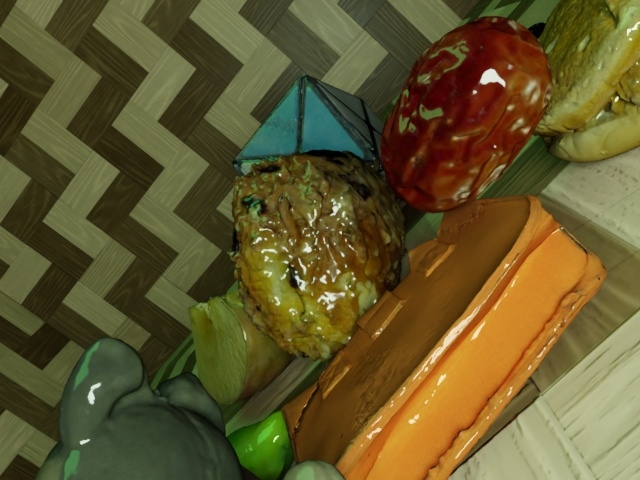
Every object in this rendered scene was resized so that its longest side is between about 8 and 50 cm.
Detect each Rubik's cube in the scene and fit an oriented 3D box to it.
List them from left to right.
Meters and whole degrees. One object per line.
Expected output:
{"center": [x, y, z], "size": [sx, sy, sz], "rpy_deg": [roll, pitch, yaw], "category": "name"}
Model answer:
{"center": [0.016, -0.180, 1.349], "size": [0.307, 0.305, 0.310], "rpy_deg": [-45, -19, 22], "category": "Rubik's cube"}

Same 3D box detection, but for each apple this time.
{"center": [-0.165, 0.207, 1.238], "size": [0.309, 0.252, 0.314], "rpy_deg": [-15, 37, 51], "category": "apple"}

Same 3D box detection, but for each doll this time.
{"center": [-0.106, 0.289, 0.519], "size": [0.252, 0.378, 0.383], "rpy_deg": [56, -150, -69], "category": "doll"}

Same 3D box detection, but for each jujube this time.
{"center": [0.175, -0.152, 0.686], "size": [0.174, 0.174, 0.250], "rpy_deg": [-67, 1, -55], "category": "jujube"}

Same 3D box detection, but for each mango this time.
{"center": [-0.113, 0.356, 0.887], "size": [0.233, 0.111, 0.125], "rpy_deg": [-47, 16, 14], "category": "mango"}

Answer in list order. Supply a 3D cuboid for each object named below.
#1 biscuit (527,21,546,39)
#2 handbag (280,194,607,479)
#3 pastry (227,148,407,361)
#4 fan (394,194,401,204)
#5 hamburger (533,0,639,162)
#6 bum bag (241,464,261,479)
{"center": [0.464, -0.433, 1.293], "size": [0.194, 0.053, 0.194], "rpy_deg": [-48, 12, 14], "category": "biscuit"}
{"center": [0.123, 0.135, 0.672], "size": [0.410, 0.116, 0.303], "rpy_deg": [-51, 8, -2], "category": "handbag"}
{"center": [-0.008, -0.004, 0.979], "size": [0.292, 0.337, 0.405], "rpy_deg": [-3, 41, 27], "category": "pastry"}
{"center": [0.110, -0.035, 1.343], "size": [0.227, 0.008, 0.152], "rpy_deg": [-50, -25, 23], "category": "fan"}
{"center": [0.386, -0.253, 0.698], "size": [0.304, 0.174, 0.284], "rpy_deg": [-55, 9, -22], "category": "hamburger"}
{"center": [-0.098, 0.357, 0.692], "size": [0.026, 0.159, 0.109], "rpy_deg": [-25, 26, 55], "category": "bum bag"}
